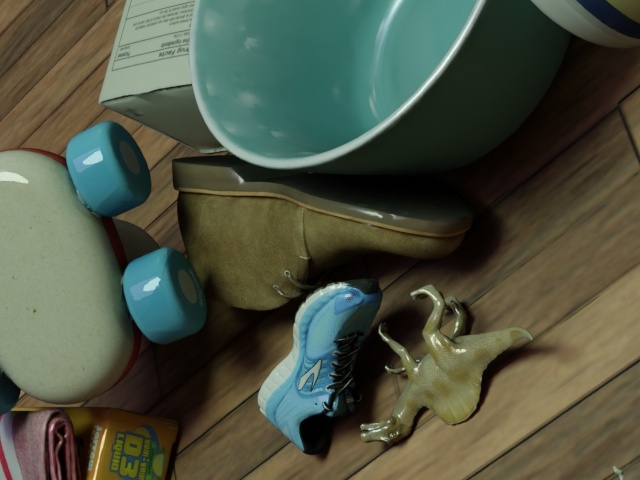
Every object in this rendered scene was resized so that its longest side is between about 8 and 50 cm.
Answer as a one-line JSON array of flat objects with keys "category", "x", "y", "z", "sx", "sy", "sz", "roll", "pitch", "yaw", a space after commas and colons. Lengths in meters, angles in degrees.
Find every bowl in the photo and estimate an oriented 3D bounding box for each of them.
[{"category": "bowl", "x": 0.066, "y": -0.172, "z": 1.275, "sx": 0.312, "sy": 0.163, "sz": 0.311, "roll": -22, "pitch": 58, "yaw": 39}]

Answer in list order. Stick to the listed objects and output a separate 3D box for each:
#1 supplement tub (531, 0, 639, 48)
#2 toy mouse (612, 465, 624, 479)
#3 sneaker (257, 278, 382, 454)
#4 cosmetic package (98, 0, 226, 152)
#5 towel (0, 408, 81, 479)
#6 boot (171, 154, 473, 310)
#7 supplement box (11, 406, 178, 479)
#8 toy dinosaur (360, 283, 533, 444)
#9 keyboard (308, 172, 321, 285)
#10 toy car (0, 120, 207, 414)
[{"category": "supplement tub", "x": 0.265, "y": -0.274, "z": 1.046, "sx": 0.316, "sy": 0.228, "sz": 0.228, "roll": -25, "pitch": 52, "yaw": 40}, {"category": "toy mouse", "x": 0.201, "y": 0.199, "z": 1.024, "sx": 0.161, "sy": 0.031, "sz": 0.143, "roll": -40, "pitch": 44, "yaw": 29}, {"category": "sneaker", "x": 0.013, "y": 0.095, "z": 1.280, "sx": 0.073, "sy": 0.063, "sz": 0.162, "roll": 54, "pitch": 136, "yaw": 35}, {"category": "cosmetic package", "x": -0.071, "y": -0.239, "z": 1.513, "sx": 0.153, "sy": 0.129, "sz": 0.296, "roll": -2, "pitch": 69, "yaw": 48}, {"category": "towel", "x": -0.302, "y": 0.265, "z": 1.506, "sx": 0.329, "sy": 0.037, "sz": 0.237, "roll": -7, "pitch": 91, "yaw": 49}, {"category": "boot", "x": 0.000, "y": 0.000, "z": 1.334, "sx": 0.305, "sy": 0.112, "sz": 0.115, "roll": 8, "pitch": 101, "yaw": 48}, {"category": "supplement box", "x": -0.225, "y": 0.187, "z": 1.506, "sx": 0.233, "sy": 0.080, "sz": 0.078, "roll": -7, "pitch": 67, "yaw": 46}, {"category": "toy dinosaur", "x": 0.093, "y": 0.080, "z": 1.218, "sx": 0.183, "sy": 0.053, "sz": 0.092, "roll": -41, "pitch": 58, "yaw": 39}, {"category": "keyboard", "x": 0.031, "y": -0.084, "z": 1.404, "sx": 0.072, "sy": 0.014, "sz": 0.256, "roll": 26, "pitch": 92, "yaw": 48}, {"category": "toy car", "x": -0.201, "y": 0.019, "z": 1.451, "sx": 0.219, "sy": 0.238, "sz": 0.210, "roll": -24, "pitch": 90, "yaw": 15}]
